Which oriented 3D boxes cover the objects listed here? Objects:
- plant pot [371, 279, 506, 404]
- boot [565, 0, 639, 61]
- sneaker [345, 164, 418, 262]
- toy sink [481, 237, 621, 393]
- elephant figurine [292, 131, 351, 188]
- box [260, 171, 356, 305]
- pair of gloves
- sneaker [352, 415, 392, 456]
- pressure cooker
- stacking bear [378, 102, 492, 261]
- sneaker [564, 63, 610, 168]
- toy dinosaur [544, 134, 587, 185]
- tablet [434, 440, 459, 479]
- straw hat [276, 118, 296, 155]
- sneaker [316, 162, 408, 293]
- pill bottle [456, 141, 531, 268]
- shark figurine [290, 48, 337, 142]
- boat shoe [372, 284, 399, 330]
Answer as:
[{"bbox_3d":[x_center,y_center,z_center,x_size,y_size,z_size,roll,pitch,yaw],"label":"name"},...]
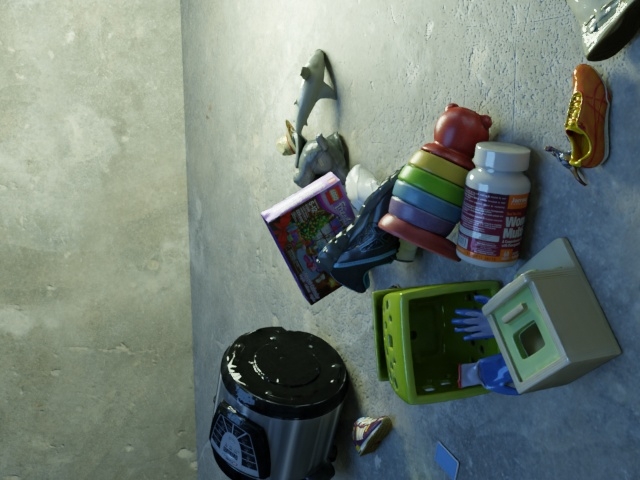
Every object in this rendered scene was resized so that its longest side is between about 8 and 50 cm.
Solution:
[{"bbox_3d":[0.230,0.198,1.609,0.207,0.228,0.227,-179,84,-69],"label":"plant pot"},{"bbox_3d":[0.459,-0.405,1.202,0.213,0.077,0.165,126,134,-57],"label":"boot"},{"bbox_3d":[0.165,-0.086,1.843,0.297,0.111,0.129,56,130,33],"label":"sneaker"},{"bbox_3d":[0.388,0.130,1.371,0.153,0.131,0.234,-53,47,52],"label":"toy sink"},{"bbox_3d":[-0.015,-0.228,2.115,0.186,0.169,0.239,-48,29,19],"label":"elephant figurine"},{"bbox_3d":[0.000,0.000,1.916,0.057,0.201,0.293,47,167,51],"label":"box"},{"bbox_3d":[0.336,0.201,1.489,0.023,0.159,0.198,-22,-73,-80],"label":"pair of gloves"},{"bbox_3d":[0.125,0.492,2.030,0.083,0.070,0.185,61,144,30],"label":"sneaker"},{"bbox_3d":[-0.123,0.507,2.212,0.369,0.376,0.420,-99,18,-57],"label":"pressure cooker"},{"bbox_3d":[0.243,-0.128,1.555,0.175,0.164,0.288,29,97,40],"label":"stacking bear"},{"bbox_3d":[0.438,-0.208,1.286,0.064,0.068,0.175,168,98,-65],"label":"sneaker"},{"bbox_3d":[0.424,-0.140,1.360,0.082,0.047,0.090,-129,28,-76],"label":"toy dinosaur"},{"bbox_3d":[0.289,0.504,1.774,0.083,0.006,0.054,42,131,55],"label":"tablet"},{"bbox_3d":[-0.095,-0.279,2.269,0.144,0.061,0.144,61,-168,-21],"label":"straw hat"},{"bbox_3d":[0.140,-0.030,1.732,0.140,0.125,0.340,41,115,5],"label":"sneaker"},{"bbox_3d":[0.329,-0.068,1.466,0.121,0.121,0.221,36,126,57],"label":"pill bottle"},{"bbox_3d":[-0.015,-0.381,2.140,0.166,0.116,0.278,-67,-10,-73],"label":"shark figurine"},{"bbox_3d":[0.163,0.170,1.928,0.049,0.043,0.137,-124,40,-47],"label":"boat shoe"}]
